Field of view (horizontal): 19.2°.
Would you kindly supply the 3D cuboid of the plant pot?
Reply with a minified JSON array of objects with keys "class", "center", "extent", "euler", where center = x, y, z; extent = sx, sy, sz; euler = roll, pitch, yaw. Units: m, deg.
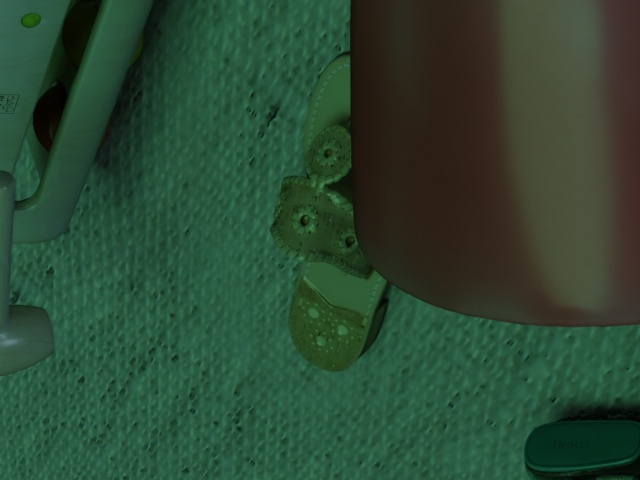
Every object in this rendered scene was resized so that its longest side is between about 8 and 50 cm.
[{"class":"plant pot","center":[0.130,-0.125,0.895],"extent":[0.275,0.275,0.243],"euler":[6,120,33]}]

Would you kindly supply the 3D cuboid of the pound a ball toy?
[{"class":"pound a ball toy","center":[-0.171,-0.085,1.204],"extent":[0.208,0.136,0.319],"euler":[65,146,34]}]

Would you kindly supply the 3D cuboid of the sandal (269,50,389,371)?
[{"class":"sandal","center":[0.006,0.002,1.198],"extent":[0.088,0.079,0.240],"euler":[25,131,20]}]

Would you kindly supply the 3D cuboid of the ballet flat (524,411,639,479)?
[{"class":"ballet flat","center":[0.217,0.136,1.160],"extent":[0.188,0.070,0.070],"euler":[-3,118,39]}]
